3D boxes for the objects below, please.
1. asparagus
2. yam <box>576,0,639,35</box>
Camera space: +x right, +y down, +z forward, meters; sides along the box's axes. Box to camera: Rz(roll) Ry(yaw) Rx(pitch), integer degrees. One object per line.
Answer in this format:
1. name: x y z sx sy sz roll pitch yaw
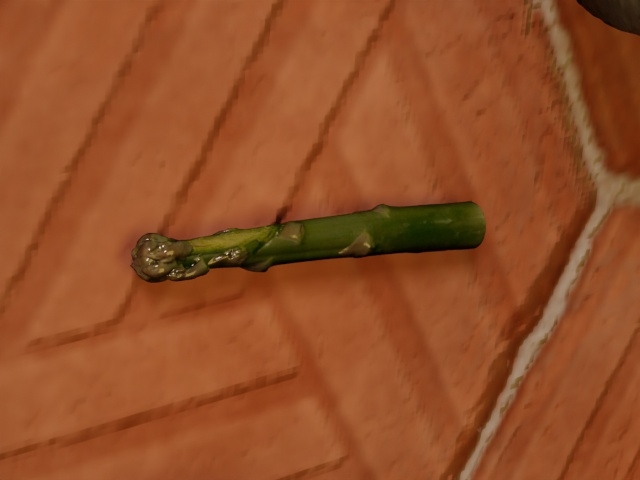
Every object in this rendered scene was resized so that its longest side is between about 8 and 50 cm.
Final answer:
1. asparagus: 0.000 0.000 0.525 0.127 0.015 0.018 -5 148 -41
2. yam: 0.126 -0.184 0.457 0.161 0.161 0.268 -31 130 -28
